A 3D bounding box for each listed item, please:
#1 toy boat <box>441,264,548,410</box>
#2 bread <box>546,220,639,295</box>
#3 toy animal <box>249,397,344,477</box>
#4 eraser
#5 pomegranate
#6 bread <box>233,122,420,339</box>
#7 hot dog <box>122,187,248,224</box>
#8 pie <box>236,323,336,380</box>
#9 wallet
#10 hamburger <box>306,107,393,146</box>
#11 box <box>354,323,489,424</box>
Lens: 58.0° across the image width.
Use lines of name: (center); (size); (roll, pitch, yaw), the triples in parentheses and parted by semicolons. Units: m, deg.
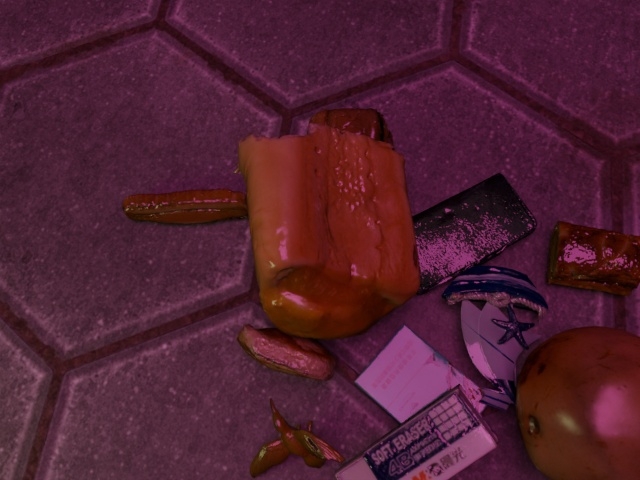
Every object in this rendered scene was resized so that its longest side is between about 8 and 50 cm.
toy boat: (0.379, 0.182, 1.174); (0.210, 0.070, 0.292); (-14, 68, -10)
bread: (0.572, 0.036, 1.206); (0.172, 0.103, 0.132); (10, 68, 10)
toy animal: (-0.057, 0.381, 1.130); (0.219, 0.095, 0.155); (-30, 69, 25)
eraser: (0.179, 0.402, 1.074); (0.287, 0.086, 0.130); (-36, 74, 8)
pomegranate: (0.512, 0.301, 1.022); (0.319, 0.319, 0.319); (-1, 71, 3)
bread: (0.000, 0.000, 1.148); (0.361, 0.250, 0.394); (7, 66, -28)
hot dog: (-0.305, -0.081, 1.316); (0.289, 0.083, 0.068); (0, 52, 3)
pie: (-0.067, 0.219, 1.140); (0.205, 0.179, 0.084); (17, 78, 2)
wallet: (0.304, -0.016, 1.271); (0.318, 0.045, 0.172); (-28, 68, -6)
hamburger: (0.066, -0.225, 1.317); (0.206, 0.130, 0.183); (4, 68, 7)
box: (0.205, 0.304, 1.165); (0.229, 0.041, 0.162); (39, 78, 15)
